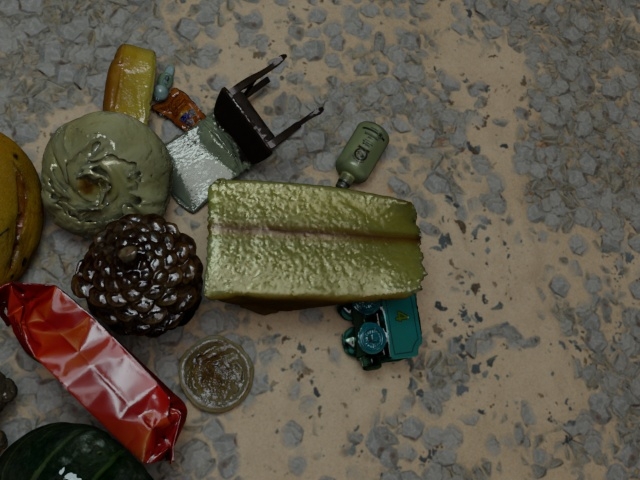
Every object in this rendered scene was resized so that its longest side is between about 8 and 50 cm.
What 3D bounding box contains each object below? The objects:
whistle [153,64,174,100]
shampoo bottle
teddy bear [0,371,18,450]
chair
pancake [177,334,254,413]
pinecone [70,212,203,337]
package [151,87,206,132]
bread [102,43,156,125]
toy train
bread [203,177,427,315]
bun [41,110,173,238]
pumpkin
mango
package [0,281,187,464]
[{"bbox_3d":[-0.330,-0.332,1.505,0.035,0.035,0.100,17,58,-6],"label":"whistle"},{"bbox_3d":[0.080,-0.173,1.522,0.079,0.079,0.162,32,72,-1],"label":"shampoo bottle"},{"bbox_3d":[-0.623,0.307,1.237,0.177,0.140,0.190,22,64,-1],"label":"teddy bear"},{"bbox_3d":[-0.174,-0.214,1.432,0.319,0.186,0.160,-39,98,-20],"label":"chair"},{"bbox_3d":[-0.204,0.259,1.381,0.151,0.025,0.152,3,76,-11],"label":"pancake"},{"bbox_3d":[-0.319,0.070,1.281,0.224,0.272,0.224,2,72,-5],"label":"pinecone"},{"bbox_3d":[-0.296,-0.272,1.501,0.110,0.033,0.077,42,82,7],"label":"package"},{"bbox_3d":[-0.393,-0.283,1.453,0.094,0.102,0.246,7,76,-15],"label":"bread"},{"bbox_3d":[0.121,0.159,1.432,0.154,0.107,0.198,-2,76,-19],"label":"toy train"},{"bbox_3d":[0.000,0.000,1.322,0.361,0.245,0.234,-6,74,19],"label":"bread"},{"bbox_3d":[-0.400,-0.114,1.331,0.259,0.152,0.260,-1,105,-5],"label":"bun"},{"bbox_3d":[-0.395,0.431,1.165,0.300,0.300,0.207,38,43,1],"label":"pumpkin"},{"bbox_3d":[-0.589,-0.051,1.299,0.120,0.177,0.295,15,98,29],"label":"mango"},{"bbox_3d":[-0.398,0.229,1.263,0.423,0.196,0.123,42,70,3],"label":"package"}]
